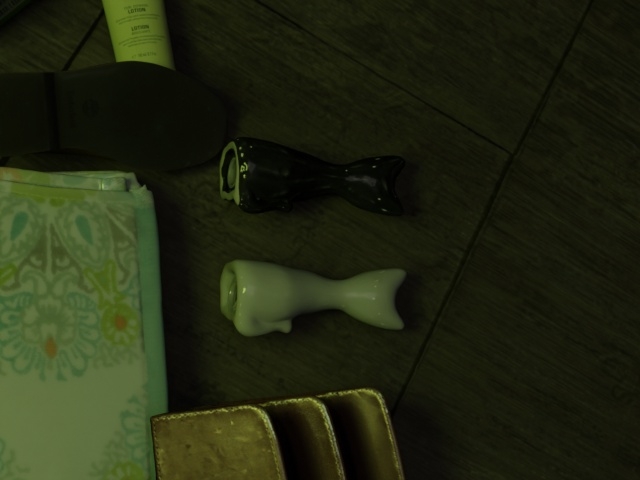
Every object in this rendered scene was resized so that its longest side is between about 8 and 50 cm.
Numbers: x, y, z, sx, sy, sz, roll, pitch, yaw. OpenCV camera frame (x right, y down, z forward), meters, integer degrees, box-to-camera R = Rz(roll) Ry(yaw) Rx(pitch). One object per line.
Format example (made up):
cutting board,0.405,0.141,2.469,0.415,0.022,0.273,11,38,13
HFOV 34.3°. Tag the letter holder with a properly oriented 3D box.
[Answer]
letter holder,-0.024,0.303,1.007,0.214,0.152,0.302,-9,83,15

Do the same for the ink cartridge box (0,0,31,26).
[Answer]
ink cartridge box,-0.381,-0.363,1.073,0.189,0.097,0.255,-41,92,-6

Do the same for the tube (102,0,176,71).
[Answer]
tube,-0.212,-0.287,1.144,0.070,0.062,0.240,2,72,-51

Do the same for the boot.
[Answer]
boot,-0.244,-0.133,1.089,0.305,0.115,0.112,0,96,-35

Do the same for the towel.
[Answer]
towel,-0.303,0.105,0.992,0.320,0.090,0.375,3,76,-36

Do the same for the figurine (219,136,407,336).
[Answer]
figurine,0.000,0.000,1.144,0.209,0.092,0.215,2,82,-19
